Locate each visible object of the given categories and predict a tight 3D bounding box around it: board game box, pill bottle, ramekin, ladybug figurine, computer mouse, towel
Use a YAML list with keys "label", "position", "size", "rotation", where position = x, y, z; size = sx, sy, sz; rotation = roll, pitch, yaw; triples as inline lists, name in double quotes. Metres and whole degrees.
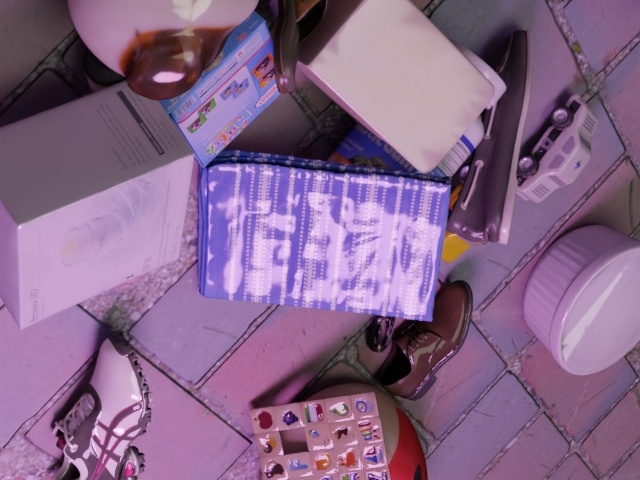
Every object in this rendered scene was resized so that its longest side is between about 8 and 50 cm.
- label: "board game box"
  position: [-0.119, -0.186, 1.709]
  size: [0.160, 0.039, 0.211]
  rotation: [-45, 164, -6]
- label: "pill bottle"
  position: [0.132, -0.145, 1.940]
  size: [0.272, 0.152, 0.152]
  rotation: [-51, 139, 1]
- label: "ramekin"
  position: [0.478, 0.095, 2.447]
  size: [0.272, 0.127, 0.273]
  rotation: [-24, 134, -27]
- label: "ladybug figurine"
  position: [0.061, 0.427, 2.303]
  size: [0.305, 0.162, 0.449]
  rotation: [-37, 138, -14]
- label: "computer mouse"
  position: [0.092, 0.093, 2.170]
  size: [0.071, 0.041, 0.242]
  rotation: [-32, 137, -21]
- label: "towel"
  position: [0.000, 0.000, 1.874]
  size: [0.336, 0.040, 0.243]
  rotation: [6, 125, 1]

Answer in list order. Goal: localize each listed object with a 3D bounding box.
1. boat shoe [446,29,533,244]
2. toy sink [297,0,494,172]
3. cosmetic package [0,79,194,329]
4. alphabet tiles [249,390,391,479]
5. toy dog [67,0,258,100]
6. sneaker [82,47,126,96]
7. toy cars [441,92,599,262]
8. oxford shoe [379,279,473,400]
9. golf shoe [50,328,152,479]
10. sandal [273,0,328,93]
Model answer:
- label: "boat shoe"
  position: [0.248, -0.159, 2.009]
  size: [0.112, 0.095, 0.335]
  rotation: [84, 15, -74]
- label: "toy sink"
  position: [0.086, -0.225, 1.811]
  size: [0.234, 0.131, 0.153]
  rotation: [39, 91, -28]
- label: "cosmetic package"
  position: [-0.283, -0.042, 1.614]
  size: [0.224, 0.138, 0.224]
  rotation: [-24, 154, -24]
- label: "alphabet tiles"
  position: [0.008, 0.360, 2.135]
  size: [0.198, 0.009, 0.237]
  rotation: [-9, 99, 8]
- label: "toy dog"
  position: [-0.194, -0.337, 1.415]
  size: [0.395, 0.284, 0.408]
  rotation: [-33, 138, -11]
- label: "sneaker"
  position: [-0.188, -0.237, 1.662]
  size: [0.234, 0.084, 0.097]
  rotation: [-29, 156, -19]
- label: "toy cars"
  position: [0.315, -0.085, 2.167]
  size: [0.393, 0.087, 0.176]
  rotation: [-32, 144, -29]
- label: "oxford shoe"
  position: [0.173, 0.162, 2.264]
  size: [0.096, 0.083, 0.227]
  rotation: [19, 106, -43]
- label: "golf shoe"
  position: [-0.302, 0.249, 1.896]
  size: [0.120, 0.105, 0.273]
  rotation: [-9, 125, -28]
- label: "sandal"
  position: [-0.021, -0.284, 1.694]
  size: [0.090, 0.060, 0.219]
  rotation: [72, 21, -66]
